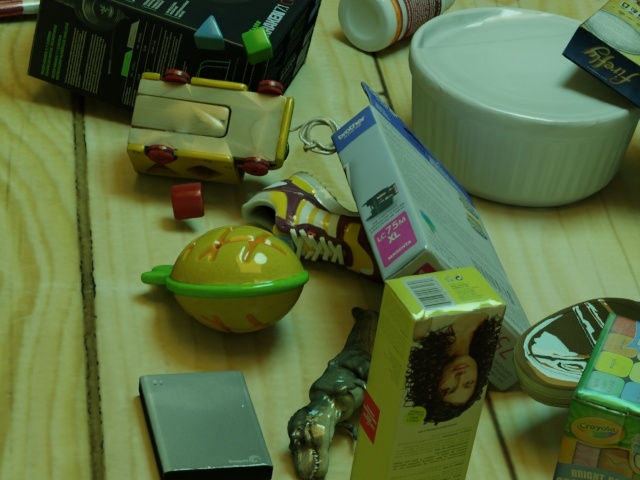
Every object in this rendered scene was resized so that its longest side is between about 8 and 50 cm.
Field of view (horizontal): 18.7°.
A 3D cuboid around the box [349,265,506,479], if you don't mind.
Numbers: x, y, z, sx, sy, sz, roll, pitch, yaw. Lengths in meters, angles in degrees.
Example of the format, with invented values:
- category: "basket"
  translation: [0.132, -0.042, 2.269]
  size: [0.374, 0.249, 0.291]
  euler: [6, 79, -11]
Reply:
- category: "box"
  translation: [0.081, 0.134, 1.561]
  size: [0.087, 0.232, 0.058]
  euler: [-10, 39, -24]

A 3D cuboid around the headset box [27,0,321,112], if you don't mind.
- category: "headset box"
  translation: [-0.166, -0.249, 2.187]
  size: [0.283, 0.131, 0.246]
  euler: [20, 33, 7]

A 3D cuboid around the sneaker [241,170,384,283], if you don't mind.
- category: "sneaker"
  translation: [0.000, 0.000, 1.924]
  size: [0.084, 0.069, 0.185]
  euler: [-27, 40, -28]

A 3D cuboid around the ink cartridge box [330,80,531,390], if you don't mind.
- category: "ink cartridge box"
  translation: [0.104, -0.010, 1.863]
  size: [0.186, 0.065, 0.311]
  euler: [43, 18, -31]

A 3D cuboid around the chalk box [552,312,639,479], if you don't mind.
- category: "chalk box"
  translation: [0.270, 0.155, 1.587]
  size: [0.132, 0.213, 0.132]
  euler: [17, 33, 14]

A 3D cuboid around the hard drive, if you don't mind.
- category: "hard drive"
  translation: [-0.100, 0.162, 1.675]
  size: [0.094, 0.022, 0.135]
  euler: [-2, 33, -15]

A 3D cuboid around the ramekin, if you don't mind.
- category: "ramekin"
  translation: [0.223, -0.144, 2.135]
  size: [0.273, 0.127, 0.273]
  euler: [6, 33, -4]

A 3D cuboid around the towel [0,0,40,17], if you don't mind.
- category: "towel"
  translation: [-0.425, -0.330, 2.378]
  size: [0.329, 0.037, 0.237]
  euler: [-7, 37, -20]

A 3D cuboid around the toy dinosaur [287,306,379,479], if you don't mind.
- category: "toy dinosaur"
  translation: [0.053, 0.123, 1.740]
  size: [0.118, 0.064, 0.268]
  euler: [8, 28, 13]

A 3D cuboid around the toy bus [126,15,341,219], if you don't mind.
- category: "toy bus"
  translation: [-0.101, -0.109, 2.021]
  size: [0.191, 0.104, 0.202]
  euler: [-34, 72, -8]

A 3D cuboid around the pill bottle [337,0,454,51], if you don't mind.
- category: "pill bottle"
  translation: [0.098, -0.291, 2.380]
  size: [0.086, 0.086, 0.152]
  euler: [29, 38, 30]

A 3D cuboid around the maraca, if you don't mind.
- category: "maraca"
  translation: [-0.089, 0.034, 1.818]
  size: [0.127, 0.099, 0.186]
  euler: [-6, 8, -35]

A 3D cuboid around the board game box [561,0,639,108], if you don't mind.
- category: "board game box"
  translation: [0.391, -0.168, 2.071]
  size: [0.243, 0.042, 0.165]
  euler: [36, 32, 9]

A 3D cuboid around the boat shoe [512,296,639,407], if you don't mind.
- category: "boat shoe"
  translation: [0.301, 0.114, 1.775]
  size: [0.302, 0.098, 0.109]
  euler: [-10, 49, -29]
